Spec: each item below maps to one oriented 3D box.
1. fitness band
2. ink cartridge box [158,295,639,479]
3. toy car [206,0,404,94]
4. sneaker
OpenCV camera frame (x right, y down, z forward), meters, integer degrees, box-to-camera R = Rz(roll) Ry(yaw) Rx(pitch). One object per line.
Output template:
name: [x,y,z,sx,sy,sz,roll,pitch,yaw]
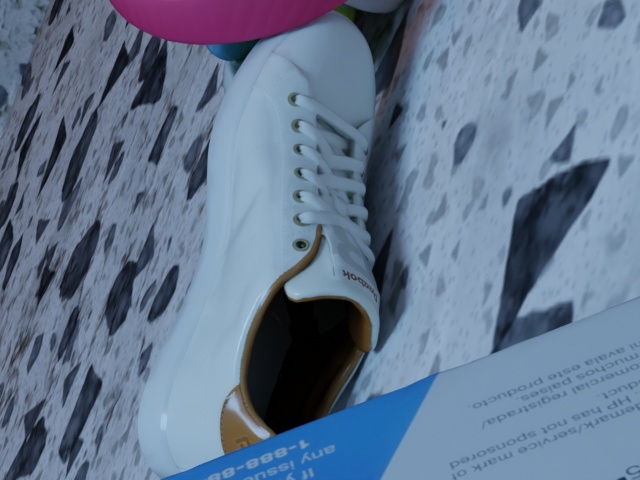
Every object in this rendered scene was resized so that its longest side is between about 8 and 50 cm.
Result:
fitness band: [-0.020,-0.231,1.118,0.291,0.209,0.054,-57,-34,-28]
ink cartridge box: [0.071,0.148,0.389,0.307,0.223,0.129,-114,4,-65]
toy car: [-0.030,-0.170,1.184,0.159,0.136,0.182,-54,23,37]
sneaker: [0.000,0.000,1.013,0.123,0.106,0.290,-8,61,46]
